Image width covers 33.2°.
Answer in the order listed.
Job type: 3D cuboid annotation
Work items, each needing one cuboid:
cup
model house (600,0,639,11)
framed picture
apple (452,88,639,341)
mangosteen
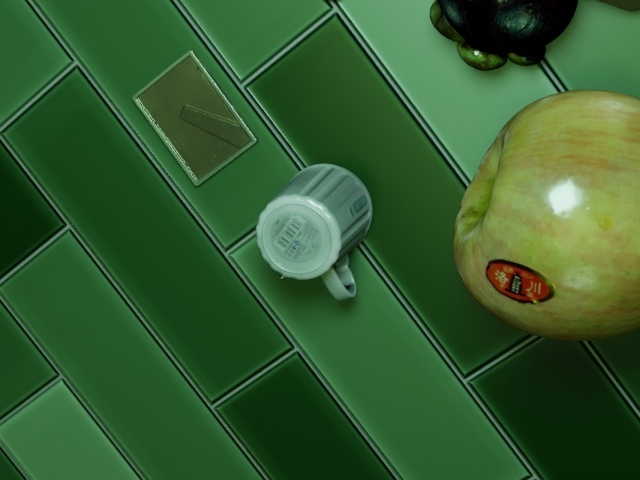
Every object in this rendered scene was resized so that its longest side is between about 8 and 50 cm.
[{"bbox_3d":[0.007,-0.013,1.839,0.221,0.202,0.167,41,112,1],"label":"cup"},{"bbox_3d":[0.518,-0.491,1.632,0.176,0.181,0.248,10,79,-29],"label":"model house"},{"bbox_3d":[-0.227,-0.220,1.939,0.150,0.015,0.203,-35,94,19],"label":"framed picture"},{"bbox_3d":[0.405,-0.037,1.649,0.347,0.391,0.391,17,109,-5],"label":"apple"},{"bbox_3d":[0.285,-0.378,1.674,0.243,0.243,0.243,4,106,13],"label":"mangosteen"}]
